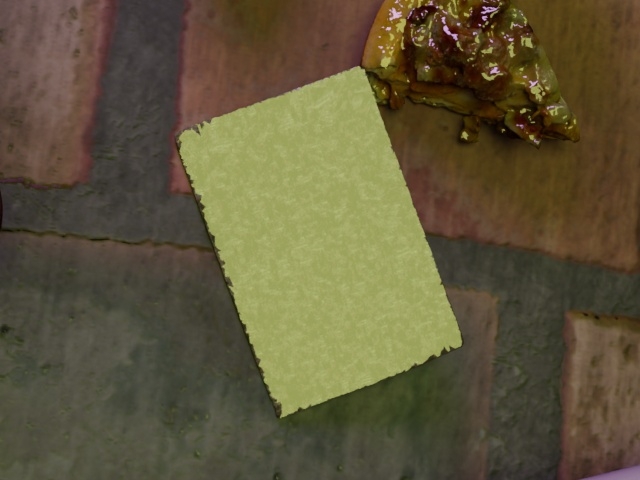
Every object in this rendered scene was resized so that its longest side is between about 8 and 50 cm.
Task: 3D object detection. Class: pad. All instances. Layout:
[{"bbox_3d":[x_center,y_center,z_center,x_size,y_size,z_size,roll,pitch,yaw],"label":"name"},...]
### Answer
[{"bbox_3d":[0.000,0.000,1.076,0.158,0.003,0.235,-21,87,-4],"label":"pad"}]

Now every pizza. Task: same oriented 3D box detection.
[{"bbox_3d":[0.132,-0.140,1.111,0.194,0.069,0.154,35,74,-3],"label":"pizza"}]

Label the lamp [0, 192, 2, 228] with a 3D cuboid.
[{"bbox_3d":[-0.298,-0.045,0.950,0.151,0.215,0.223,-7,107,-29],"label":"lamp"}]

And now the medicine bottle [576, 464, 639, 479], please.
[{"bbox_3d":[0.199,0.276,0.997,0.379,0.213,0.213,-10,85,-16],"label":"medicine bottle"}]
